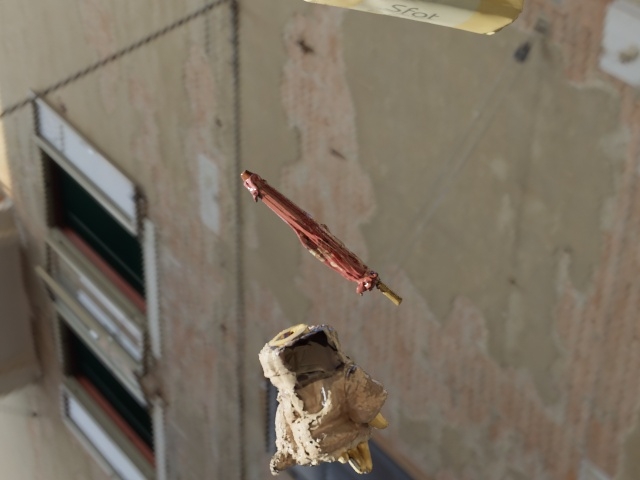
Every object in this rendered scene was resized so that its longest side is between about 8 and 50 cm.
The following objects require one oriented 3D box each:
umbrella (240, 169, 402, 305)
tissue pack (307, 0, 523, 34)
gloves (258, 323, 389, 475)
[{"bbox_3d":[0.000,0.000,1.064,0.025,0.165,0.027,-40,13,48],"label":"umbrella"},{"bbox_3d":[0.090,-0.304,1.262,0.222,0.090,0.186,9,-95,-24],"label":"tissue pack"},{"bbox_3d":[-0.001,0.148,1.240,0.110,0.094,0.144,-7,-86,-24],"label":"gloves"}]
